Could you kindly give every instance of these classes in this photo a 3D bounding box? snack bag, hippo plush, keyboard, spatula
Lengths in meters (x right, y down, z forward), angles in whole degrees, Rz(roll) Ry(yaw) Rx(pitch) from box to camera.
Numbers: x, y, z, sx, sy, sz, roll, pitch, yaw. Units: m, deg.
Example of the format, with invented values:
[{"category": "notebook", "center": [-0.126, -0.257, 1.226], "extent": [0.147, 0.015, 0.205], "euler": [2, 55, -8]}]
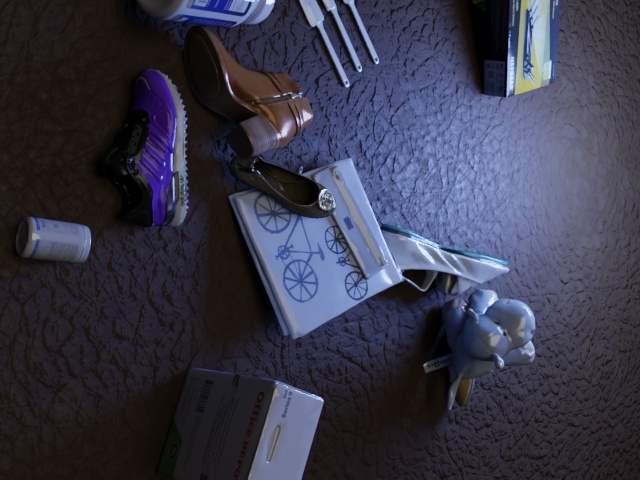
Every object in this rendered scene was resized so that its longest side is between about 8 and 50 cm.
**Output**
[{"category": "snack bag", "center": [0.000, 0.000, 1.730], "extent": [0.342, 0.037, 0.323], "euler": [-25, 92, -35]}, {"category": "hippo plush", "center": [0.378, 0.210, 1.913], "extent": [0.294, 0.236, 0.234], "euler": [-27, 68, -8]}, {"category": "keyboard", "center": [0.066, -0.041, 1.757], "extent": [0.072, 0.014, 0.256], "euler": [-31, 96, -30]}, {"category": "spatula", "center": [0.051, -0.489, 1.846], "extent": [0.168, 0.019, 0.242], "euler": [-42, 114, -34]}]

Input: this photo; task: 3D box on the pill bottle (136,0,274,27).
[{"category": "pill bottle", "center": [-0.211, -0.481, 1.517], "extent": [0.264, 0.153, 0.153], "euler": [-11, 95, -54]}]

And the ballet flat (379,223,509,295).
[{"category": "ballet flat", "center": [0.283, 0.065, 1.956], "extent": [0.400, 0.139, 0.139], "euler": [15, 78, -31]}]

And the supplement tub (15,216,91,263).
[{"category": "supplement tub", "center": [-0.453, 0.000, 1.367], "extent": [0.107, 0.071, 0.071], "euler": [11, 81, -39]}]

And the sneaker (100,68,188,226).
[{"category": "sneaker", "center": [-0.326, -0.166, 1.460], "extent": [0.146, 0.102, 0.294], "euler": [-7, 93, -39]}]

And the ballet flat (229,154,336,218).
[{"category": "ballet flat", "center": [-0.069, -0.116, 1.653], "extent": [0.249, 0.058, 0.084], "euler": [26, 60, -22]}]

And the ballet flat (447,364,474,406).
[{"category": "ballet flat", "center": [0.359, 0.302, 2.049], "extent": [0.073, 0.080, 0.232], "euler": [20, 71, -9]}]

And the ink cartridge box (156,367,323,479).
[{"category": "ink cartridge box", "center": [-0.150, 0.357, 1.463], "extent": [0.121, 0.289, 0.211], "euler": [28, 71, -36]}]

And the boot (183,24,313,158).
[{"category": "boot", "center": [-0.136, -0.319, 1.631], "extent": [0.220, 0.109, 0.283], "euler": [-36, 95, -45]}]

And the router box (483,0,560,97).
[{"category": "router box", "center": [0.544, -0.560, 2.173], "extent": [0.242, 0.081, 0.309], "euler": [-22, 119, -38]}]

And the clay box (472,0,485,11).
[{"category": "clay box", "center": [0.486, -0.726, 2.198], "extent": [0.127, 0.053, 0.222], "euler": [17, 79, -40]}]
